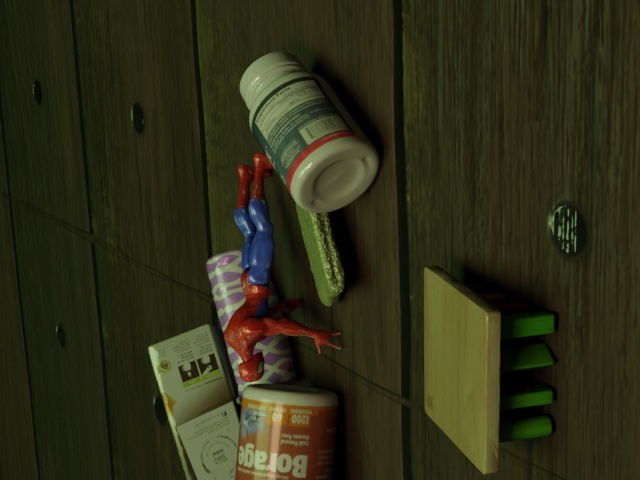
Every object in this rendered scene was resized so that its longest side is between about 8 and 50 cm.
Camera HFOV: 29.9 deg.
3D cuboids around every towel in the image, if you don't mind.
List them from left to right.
[{"bbox_3d":[0.000,0.000,1.426,0.110,0.027,0.148,112,145,-76],"label":"towel"}]

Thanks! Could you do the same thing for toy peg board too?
[{"bbox_3d":[0.166,0.119,1.178,0.160,0.079,0.161,-138,45,-69],"label":"toy peg board"}]

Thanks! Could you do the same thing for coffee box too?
[{"bbox_3d":[-0.139,0.252,1.643,0.141,0.098,0.247,41,-152,-72],"label":"coffee box"}]

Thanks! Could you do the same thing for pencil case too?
[{"bbox_3d":[-0.092,0.109,1.597,0.088,0.086,0.206,117,140,-79],"label":"pencil case"}]

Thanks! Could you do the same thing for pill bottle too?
[{"bbox_3d":[-0.045,0.290,1.485,0.121,0.121,0.216,0,85,60],"label":"pill bottle"},{"bbox_3d":[-0.019,-0.128,1.365,0.180,0.108,0.108,58,144,34],"label":"pill bottle"}]

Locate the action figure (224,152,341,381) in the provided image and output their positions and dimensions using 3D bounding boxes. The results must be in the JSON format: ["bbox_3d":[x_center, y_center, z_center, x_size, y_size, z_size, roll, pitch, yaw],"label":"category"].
[{"bbox_3d":[-0.046,0.044,1.505,0.091,0.139,0.280,153,127,-62],"label":"action figure"}]
